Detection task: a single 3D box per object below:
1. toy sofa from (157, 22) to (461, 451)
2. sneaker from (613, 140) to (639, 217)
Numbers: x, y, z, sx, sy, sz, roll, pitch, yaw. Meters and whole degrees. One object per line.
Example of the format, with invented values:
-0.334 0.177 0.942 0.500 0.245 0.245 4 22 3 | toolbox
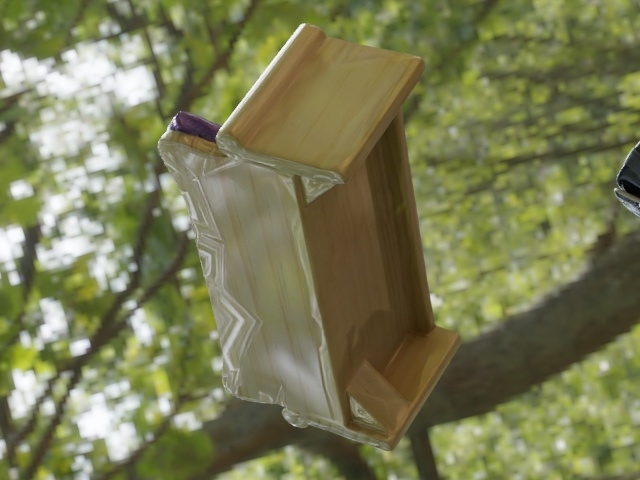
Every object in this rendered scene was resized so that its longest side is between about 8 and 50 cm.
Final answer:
0.000 0.000 1.534 0.150 0.177 0.362 -54 -32 -35 | toy sofa
0.289 -0.017 1.369 0.163 0.086 0.226 43 -164 18 | sneaker
